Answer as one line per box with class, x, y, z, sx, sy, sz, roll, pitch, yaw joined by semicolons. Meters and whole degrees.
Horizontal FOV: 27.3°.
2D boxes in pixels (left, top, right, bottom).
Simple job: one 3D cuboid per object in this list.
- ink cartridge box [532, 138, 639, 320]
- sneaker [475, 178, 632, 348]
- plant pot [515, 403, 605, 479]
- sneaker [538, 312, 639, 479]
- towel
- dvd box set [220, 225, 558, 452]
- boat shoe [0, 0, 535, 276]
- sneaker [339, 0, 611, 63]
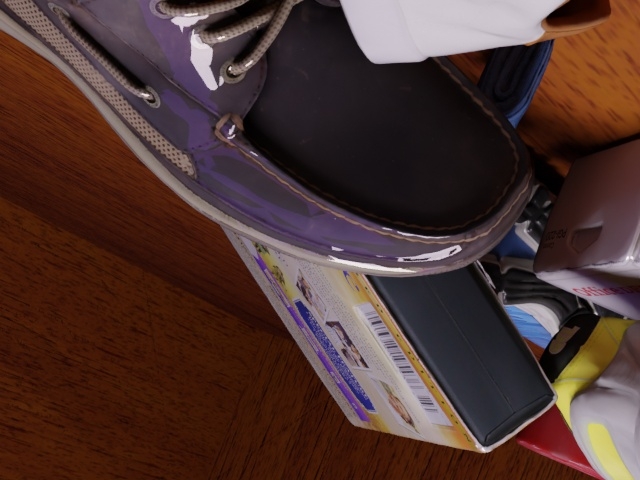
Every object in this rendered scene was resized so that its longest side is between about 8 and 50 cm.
ink cartridge box;0.265;0.020;0.819;0.218;0.092;0.158;22;171;-11
sneaker;0.162;0.011;1.005;0.330;0.129;0.147;32;-179;-33
plant pot;0.290;0.138;1.169;0.191;0.174;0.191;21;176;1
sneaker;0.271;0.134;0.852;0.147;0.145;0.385;37;178;40
towel;0.098;-0.079;0.704;0.029;0.067;0.119;23;171;2
dvd box set;0.000;0.000;0.940;0.307;0.062;0.420;56;169;1
boat shoe;-0.059;-0.106;0.604;0.355;0.132;0.130;32;164;4
sneaker;0.047;-0.144;0.423;0.123;0.106;0.290;1;167;16
